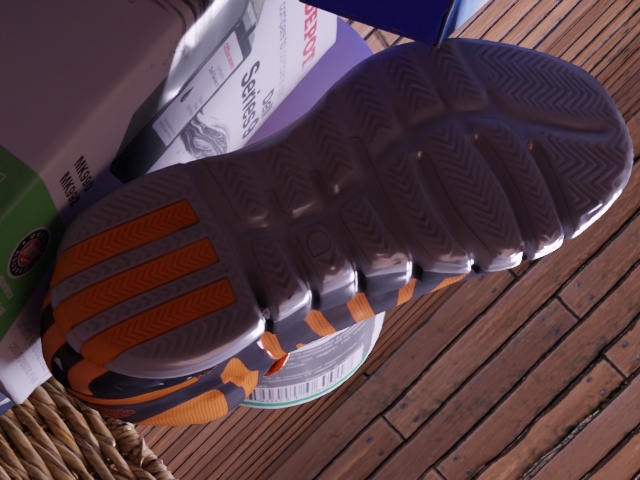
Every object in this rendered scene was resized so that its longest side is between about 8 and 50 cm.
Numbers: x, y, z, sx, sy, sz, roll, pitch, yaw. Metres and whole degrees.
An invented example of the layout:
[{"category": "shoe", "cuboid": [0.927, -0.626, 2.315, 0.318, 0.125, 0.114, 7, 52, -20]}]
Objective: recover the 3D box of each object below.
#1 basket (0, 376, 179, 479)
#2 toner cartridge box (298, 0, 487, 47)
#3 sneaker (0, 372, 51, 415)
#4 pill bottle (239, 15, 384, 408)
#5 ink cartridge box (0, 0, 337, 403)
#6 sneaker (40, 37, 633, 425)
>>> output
[{"category": "basket", "cuboid": [-0.236, 0.244, 1.035, 0.223, 0.299, 0.213, -28, 159, -46]}, {"category": "toner cartridge box", "cuboid": [0.079, -0.215, 0.797, 0.348, 0.075, 0.165, -51, 161, -71]}, {"category": "sneaker", "cuboid": [-0.257, 0.069, 0.850, 0.127, 0.126, 0.321, -39, 163, 36]}, {"category": "pill bottle", "cuboid": [-0.042, -0.016, 1.033, 0.204, 0.204, 0.361, -40, 165, -15]}, {"category": "ink cartridge box", "cuboid": [-0.118, -0.083, 0.725, 0.289, 0.121, 0.211, -51, 169, -16]}, {"category": "sneaker", "cuboid": [0.000, 0.000, 0.752, 0.321, 0.124, 0.180, -18, 166, -20]}]
